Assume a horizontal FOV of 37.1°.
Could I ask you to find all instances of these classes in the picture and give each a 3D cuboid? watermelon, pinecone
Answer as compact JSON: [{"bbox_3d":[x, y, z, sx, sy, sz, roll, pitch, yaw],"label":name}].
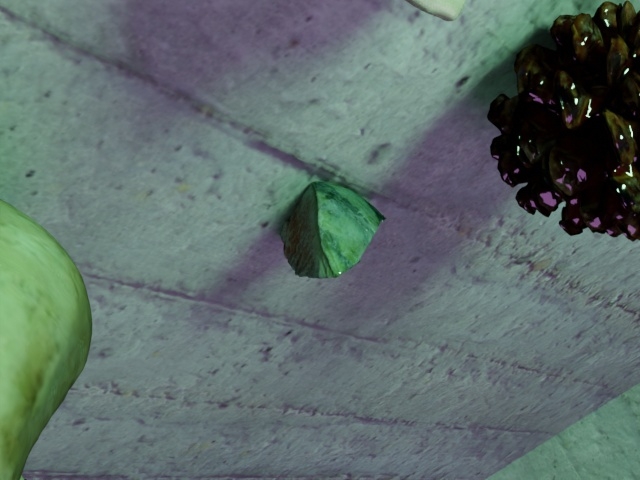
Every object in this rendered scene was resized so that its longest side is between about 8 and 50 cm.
[{"bbox_3d":[0.006,-0.007,0.910,0.094,0.081,0.180,-52,-175,6],"label":"watermelon"},{"bbox_3d":[0.251,-0.097,0.851,0.221,0.221,0.221,-21,152,-12],"label":"pinecone"}]

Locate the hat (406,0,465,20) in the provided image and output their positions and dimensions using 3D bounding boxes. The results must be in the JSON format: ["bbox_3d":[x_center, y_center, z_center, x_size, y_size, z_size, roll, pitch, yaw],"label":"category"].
[{"bbox_3d":[0.091,-0.262,0.534,0.164,0.226,0.219,23,130,-4],"label":"hat"}]

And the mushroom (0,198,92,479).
[{"bbox_3d":[-0.297,0.110,0.601,0.352,0.352,0.260,-30,115,5],"label":"mushroom"}]
